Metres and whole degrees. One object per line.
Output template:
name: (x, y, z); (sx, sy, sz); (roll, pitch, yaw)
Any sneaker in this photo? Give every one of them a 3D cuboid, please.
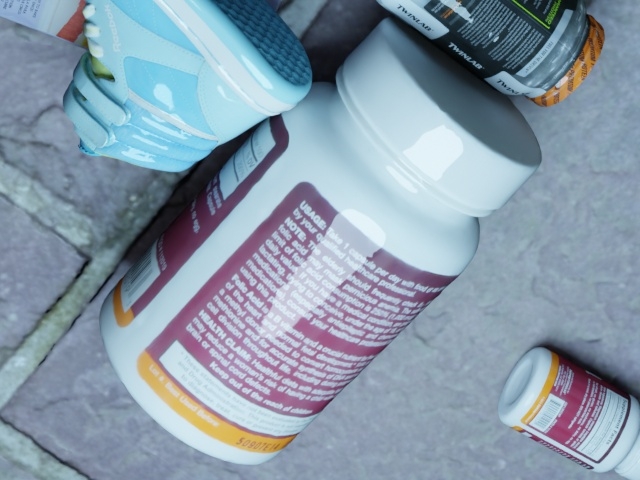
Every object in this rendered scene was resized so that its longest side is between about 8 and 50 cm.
sneaker: (-0.182, -0.188, 1.628); (0.208, 0.127, 0.319); (-37, 99, 28)

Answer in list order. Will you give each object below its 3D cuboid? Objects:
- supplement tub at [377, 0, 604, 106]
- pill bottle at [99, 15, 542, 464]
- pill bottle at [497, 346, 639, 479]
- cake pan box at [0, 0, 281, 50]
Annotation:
supplement tub: (0.149, -0.205, 1.666); (0.190, 0.117, 0.117); (35, 113, -20)
pill bottle: (0.000, 0.000, 1.724); (0.224, 0.224, 0.392); (38, 113, -14)
pill bottle: (0.257, 0.174, 1.869); (0.152, 0.086, 0.086); (29, 114, -11)
cake pan box: (-0.136, -0.281, 1.682); (0.245, 0.070, 0.267); (21, 115, -9)
